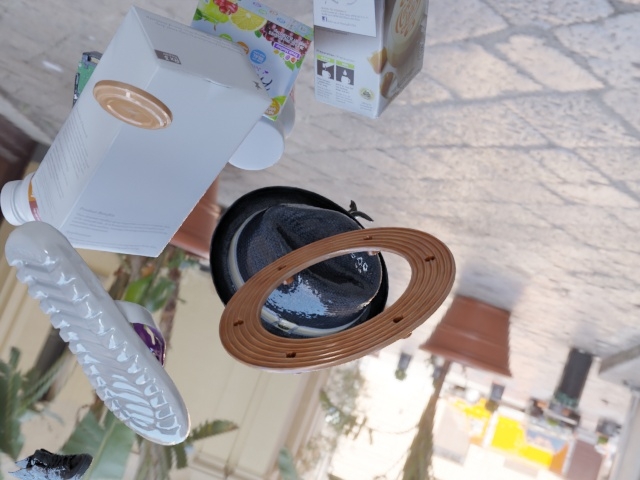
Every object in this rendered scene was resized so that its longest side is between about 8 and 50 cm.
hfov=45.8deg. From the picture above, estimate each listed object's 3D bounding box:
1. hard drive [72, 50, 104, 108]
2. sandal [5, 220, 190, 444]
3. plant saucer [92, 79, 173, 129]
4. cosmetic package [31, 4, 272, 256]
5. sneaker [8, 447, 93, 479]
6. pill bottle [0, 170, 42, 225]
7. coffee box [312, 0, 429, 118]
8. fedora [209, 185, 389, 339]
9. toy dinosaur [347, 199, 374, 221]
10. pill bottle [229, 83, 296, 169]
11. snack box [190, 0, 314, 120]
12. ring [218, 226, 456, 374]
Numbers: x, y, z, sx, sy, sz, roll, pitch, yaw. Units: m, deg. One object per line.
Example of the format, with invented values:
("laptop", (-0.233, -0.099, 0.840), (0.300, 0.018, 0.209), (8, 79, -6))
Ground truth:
("hard drive", (-0.429, -0.209, 1.631), (0.237, 0.338, 0.064), (22, -154, 17))
("sandal", (-0.293, 0.134, 1.112), (0.169, 0.102, 0.416), (-3, 124, 38))
("plant saucer", (-0.192, -0.135, 0.772), (0.084, 0.013, 0.083), (17, 164, 5))
("cosmetic package", (-0.282, -0.157, 1.225), (0.217, 0.385, 0.156), (11, -140, -45))
("sneaker", (-0.529, 0.442, 1.490), (0.170, 0.051, 0.089), (-32, 116, 31))
("pill bottle", (-0.522, -0.086, 1.529), (0.216, 0.121, 0.121), (-6, 165, 10))
("coffee box", (0.065, -0.298, 0.940), (0.098, 0.141, 0.246), (22, 140, 21))
("fedora", (-0.014, 0.032, 1.283), (0.334, 0.334, 0.152), (23, 155, -13))
("toy dinosaur", (0.000, 0.000, 1.521), (0.314, 0.160, 0.121), (6, 146, 45))
("pill bottle", (-0.139, -0.298, 1.582), (0.176, 0.318, 0.176), (-1, 137, -1))
("snack box", (-0.136, -0.339, 1.366), (0.207, 0.174, 0.070), (26, -146, -6))
("ring", (0.022, 0.078, 1.043), (0.337, 0.337, 0.032), (10, 129, 48))
